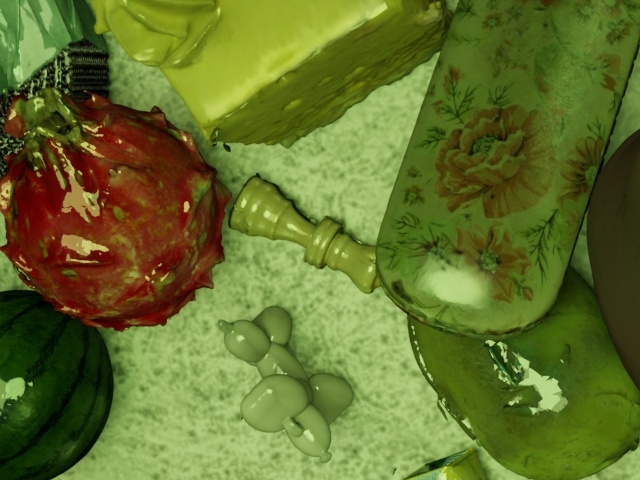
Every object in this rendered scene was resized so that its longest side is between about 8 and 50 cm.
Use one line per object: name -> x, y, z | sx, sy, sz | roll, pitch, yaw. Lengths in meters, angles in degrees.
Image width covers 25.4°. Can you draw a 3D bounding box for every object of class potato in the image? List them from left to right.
potato -> 0.171, 0.096, 1.231 | 0.169, 0.143, 0.248 | -34, 81, 2

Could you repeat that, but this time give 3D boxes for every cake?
cake -> -0.045, -0.218, 1.207 | 0.227, 0.286, 0.222 | -34, 83, 17

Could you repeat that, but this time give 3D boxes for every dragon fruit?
dragon fruit -> -0.189, -0.032, 1.276 | 0.205, 0.268, 0.210 | -37, 47, -10

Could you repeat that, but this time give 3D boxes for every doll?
doll -> -0.032, 0.131, 1.289 | 0.059, 0.160, 0.161 | -43, 79, 15

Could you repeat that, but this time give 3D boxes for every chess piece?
chess piece -> 0.000, 0.000, 1.329 | 0.172, 0.060, 0.060 | 27, 101, 12

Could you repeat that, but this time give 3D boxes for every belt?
belt -> -0.357, -0.199, 1.399 | 0.325, 0.122, 0.260 | 41, 108, 11

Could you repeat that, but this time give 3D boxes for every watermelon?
watermelon -> -0.299, 0.152, 1.359 | 0.188, 0.188, 0.215 | 31, 82, 14

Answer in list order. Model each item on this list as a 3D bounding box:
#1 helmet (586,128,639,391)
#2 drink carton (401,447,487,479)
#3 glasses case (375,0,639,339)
helmet -> 0.334, 0.032, 1.133 | 0.271, 0.197, 0.338 | -36, 122, -17
drink carton -> 0.142, 0.295, 1.284 | 0.074, 0.084, 0.200 | -26, 86, 28
glasses case -> 0.171, -0.123, 1.180 | 0.156, 0.098, 0.425 | 18, 76, 9
